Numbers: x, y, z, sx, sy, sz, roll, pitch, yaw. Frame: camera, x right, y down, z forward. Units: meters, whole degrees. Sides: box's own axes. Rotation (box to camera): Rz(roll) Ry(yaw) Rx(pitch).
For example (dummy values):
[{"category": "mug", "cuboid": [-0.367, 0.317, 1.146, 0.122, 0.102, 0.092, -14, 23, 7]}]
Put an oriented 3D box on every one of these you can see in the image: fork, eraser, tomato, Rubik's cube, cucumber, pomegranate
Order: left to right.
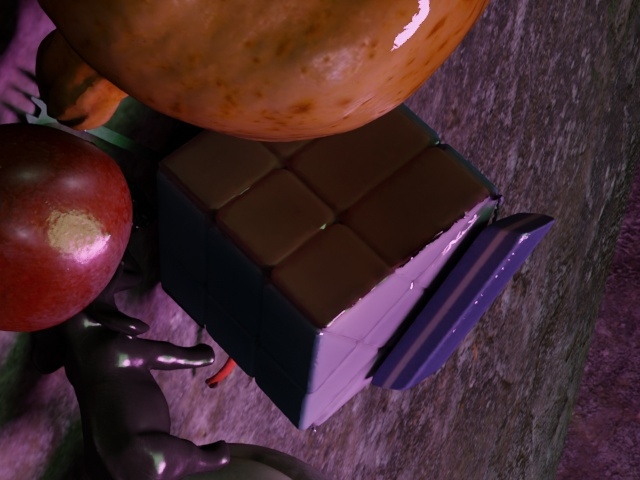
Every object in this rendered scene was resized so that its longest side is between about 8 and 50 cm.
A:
[{"category": "tomato", "cuboid": [-0.217, -0.010, 1.077, 0.167, 0.167, 0.167, -48, 147, -45]}, {"category": "fork", "cuboid": [-0.194, -0.093, 1.239, 0.039, 0.021, 0.235, -67, 159, -2]}, {"category": "cucumber", "cuboid": [-0.190, -0.049, 1.231, 0.053, 0.053, 0.181, -67, 158, -13]}, {"category": "pomegranate", "cuboid": [-0.062, -0.231, 1.045, 0.410, 0.410, 0.410, -48, 147, -45]}, {"category": "Rubik's cube", "cuboid": [0.000, 0.000, 1.354, 0.221, 0.224, 0.231, -37, 159, -24]}, {"category": "eraser", "cuboid": [0.131, 0.058, 1.345, 0.082, 0.036, 0.225, -22, 150, -56]}]

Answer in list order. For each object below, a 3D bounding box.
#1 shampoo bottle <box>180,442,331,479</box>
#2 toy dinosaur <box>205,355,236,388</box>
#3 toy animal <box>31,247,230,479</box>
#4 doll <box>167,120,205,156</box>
[{"category": "shampoo bottle", "cuboid": [-0.091, 0.366, 1.425, 0.317, 0.322, 0.322, 80, 34, -68]}, {"category": "toy dinosaur", "cuboid": [-0.093, 0.013, 1.512, 0.139, 0.070, 0.286, 25, 87, -57]}, {"category": "toy animal", "cuboid": [-0.163, 0.116, 1.274, 0.114, 0.245, 0.146, -40, 154, 28]}, {"category": "doll", "cuboid": [-0.088, -0.134, 1.394, 0.219, 0.067, 0.091, -61, 172, -20]}]
